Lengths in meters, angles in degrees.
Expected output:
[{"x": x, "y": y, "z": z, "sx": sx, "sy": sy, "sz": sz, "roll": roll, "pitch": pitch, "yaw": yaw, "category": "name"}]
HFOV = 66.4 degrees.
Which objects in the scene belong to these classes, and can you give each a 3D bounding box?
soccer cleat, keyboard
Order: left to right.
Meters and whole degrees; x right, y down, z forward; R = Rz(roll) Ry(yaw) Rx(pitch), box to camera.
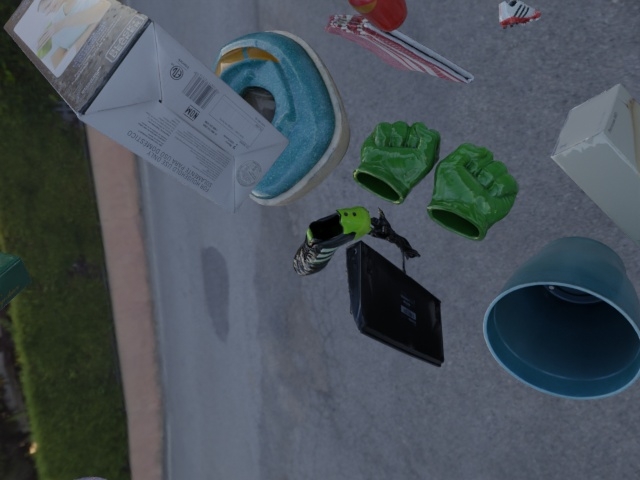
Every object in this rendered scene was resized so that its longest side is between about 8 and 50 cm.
[{"x": 0.000, "y": 0.000, "z": 0.713, "sx": 0.179, "sy": 0.072, "sz": 0.060, "roll": -39, "pitch": 58, "yaw": 44, "category": "soccer cleat"}, {"x": 0.122, "y": 0.075, "z": 0.755, "sx": 0.033, "sy": 0.317, "sz": 0.201, "roll": -12, "pitch": 63, "yaw": 29, "category": "keyboard"}, {"x": 0.272, "y": -0.312, "z": 0.665, "sx": 0.029, "sy": 0.083, "sz": 0.035, "roll": -1, "pitch": 109, "yaw": 58, "category": "soccer cleat"}]

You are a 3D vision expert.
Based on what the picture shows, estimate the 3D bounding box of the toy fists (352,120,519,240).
[{"x": 0.197, "y": -0.120, "z": 0.841, "sx": 0.279, "sy": 0.142, "sz": 0.096, "roll": 27, "pitch": 161, "yaw": 21, "category": "toy fists"}]

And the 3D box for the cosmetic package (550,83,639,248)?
[{"x": 0.611, "y": -0.129, "z": 0.948, "sx": 0.309, "sy": 0.160, "sz": 0.113, "roll": 40, "pitch": 151, "yaw": -12, "category": "cosmetic package"}]

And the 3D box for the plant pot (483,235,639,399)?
[{"x": 0.500, "y": 0.128, "z": 0.988, "sx": 0.272, "sy": 0.255, "sz": 0.271, "roll": 18, "pitch": 129, "yaw": 25, "category": "plant pot"}]

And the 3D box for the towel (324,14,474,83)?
[{"x": 0.147, "y": -0.393, "z": 1.006, "sx": 0.037, "sy": 0.237, "sz": 0.329, "roll": -64, "pitch": 21, "yaw": 17, "category": "towel"}]

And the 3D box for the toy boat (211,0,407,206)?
[{"x": -0.035, "y": -0.217, "z": 0.607, "sx": 0.318, "sy": 0.148, "sz": 0.267, "roll": -45, "pitch": 58, "yaw": 19, "category": "toy boat"}]

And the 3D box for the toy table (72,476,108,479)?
[{"x": -0.235, "y": 0.337, "z": 0.358, "sx": 0.161, "sy": 0.252, "sz": 0.274, "roll": 52, "pitch": -151, "yaw": -70, "category": "toy table"}]

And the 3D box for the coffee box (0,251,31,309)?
[{"x": -0.412, "y": 0.044, "z": 0.496, "sx": 0.184, "sy": 0.113, "sz": 0.040, "roll": 12, "pitch": 130, "yaw": 11, "category": "coffee box"}]

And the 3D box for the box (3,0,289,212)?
[{"x": -0.180, "y": -0.156, "z": 0.481, "sx": 0.087, "sy": 0.169, "sz": 0.290, "roll": -52, "pitch": 51, "yaw": 3, "category": "box"}]
